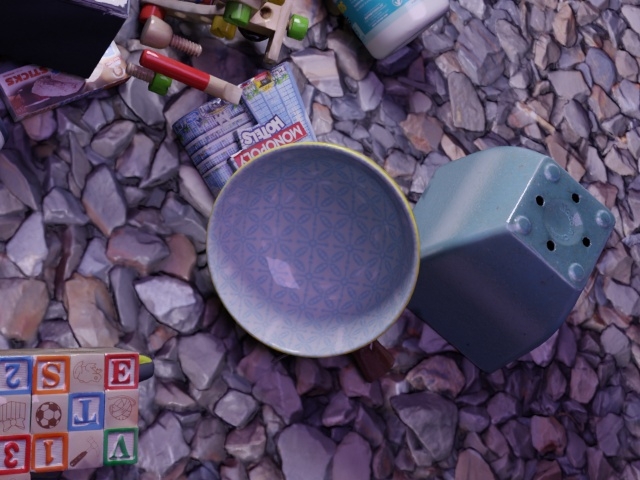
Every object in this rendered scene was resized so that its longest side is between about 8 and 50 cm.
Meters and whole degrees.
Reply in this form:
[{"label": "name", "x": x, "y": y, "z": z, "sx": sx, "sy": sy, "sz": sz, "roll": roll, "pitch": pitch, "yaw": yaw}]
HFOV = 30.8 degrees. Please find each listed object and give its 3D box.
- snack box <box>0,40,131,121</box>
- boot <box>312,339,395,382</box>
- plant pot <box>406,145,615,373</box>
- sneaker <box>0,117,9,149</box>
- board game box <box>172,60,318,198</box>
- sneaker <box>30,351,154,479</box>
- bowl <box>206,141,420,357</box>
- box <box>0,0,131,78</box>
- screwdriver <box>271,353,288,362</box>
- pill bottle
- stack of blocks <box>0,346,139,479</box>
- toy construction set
[{"label": "snack box", "x": -0.347, "y": -0.219, "z": 1.573, "sx": 0.178, "sy": 0.022, "sz": 0.064, "roll": -27, "pitch": 85, "yaw": -32}, {"label": "boot", "x": 0.046, "y": 0.167, "z": 1.641, "sx": 0.106, "sy": 0.037, "sz": 0.114, "roll": -41, "pitch": 114, "yaw": -18}, {"label": "plant pot", "x": 0.281, "y": 0.007, "z": 1.697, "sx": 0.248, "sy": 0.252, "sz": 0.247, "roll": 40, "pitch": 59, "yaw": -11}, {"label": "sneaker", "x": -0.516, "y": -0.168, "z": 1.421, "sx": 0.282, "sy": 0.099, "sz": 0.153, "roll": 39, "pitch": 65, "yaw": -19}, {"label": "board game box", "x": -0.079, "y": -0.130, "z": 1.664, "sx": 0.194, "sy": 0.060, "sz": 0.194, "roll": -32, "pitch": 90, "yaw": -32}, {"label": "sneaker", "x": -0.328, "y": 0.223, "z": 1.405, "sx": 0.300, "sy": 0.111, "sz": 0.121, "roll": -27, "pitch": 101, "yaw": -29}, {"label": "bowl", "x": 0.000, "y": 0.000, "z": 1.589, "sx": 0.289, "sy": 0.289, "sz": 0.156, "roll": 52, "pitch": 15, "yaw": -4}, {"label": "box", "x": -0.398, "y": -0.404, "z": 1.505, "sx": 0.294, "sy": 0.183, "sz": 0.296, "roll": 13, "pitch": 63, "yaw": -23}, {"label": "screwdriver", "x": -0.001, "y": 0.137, "z": 1.647, "sx": 0.170, "sy": 0.025, "sz": 0.024, "roll": -26, "pitch": 87, "yaw": -23}, {"label": "pill bottle", "x": 0.070, "y": -0.422, "z": 1.787, "sx": 0.146, "sy": 0.146, "sz": 0.264, "roll": -37, "pitch": 92, "yaw": -32}, {"label": "stack of blocks", "x": -0.352, "y": 0.207, "z": 1.275, "sx": 0.297, "sy": 0.087, "sz": 0.171, "roll": 1, "pitch": 90, "yaw": -34}, {"label": "toy construction set", "x": -0.114, "y": -0.305, "z": 1.582, "sx": 0.237, "sy": 0.257, "sz": 0.309, "roll": 21, "pitch": 56, "yaw": -21}]
